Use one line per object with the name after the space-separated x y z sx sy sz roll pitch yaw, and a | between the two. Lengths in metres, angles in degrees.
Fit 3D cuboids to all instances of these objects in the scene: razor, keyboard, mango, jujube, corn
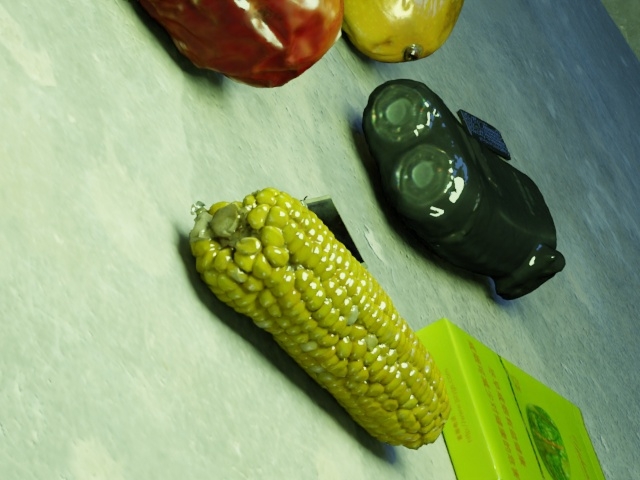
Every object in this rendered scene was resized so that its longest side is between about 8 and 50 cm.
0.158 -0.051 1.883 0.327 0.107 0.189 31 34 -56 | razor
0.228 -0.145 2.335 0.155 0.010 0.053 15 49 -64 | keyboard
0.089 -0.361 2.027 0.187 0.144 0.359 12 56 -14 | mango
-0.086 -0.250 1.472 0.250 0.174 0.174 48 23 -23 | jujube
0.013 0.067 1.375 0.313 0.102 0.102 44 25 -38 | corn

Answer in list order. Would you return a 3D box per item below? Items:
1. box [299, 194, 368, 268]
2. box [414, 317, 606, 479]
0.000 0.000 1.530 0.083 0.035 0.079 62 20 3 | box
0.214 0.215 1.741 0.335 0.047 0.187 33 33 -51 | box
